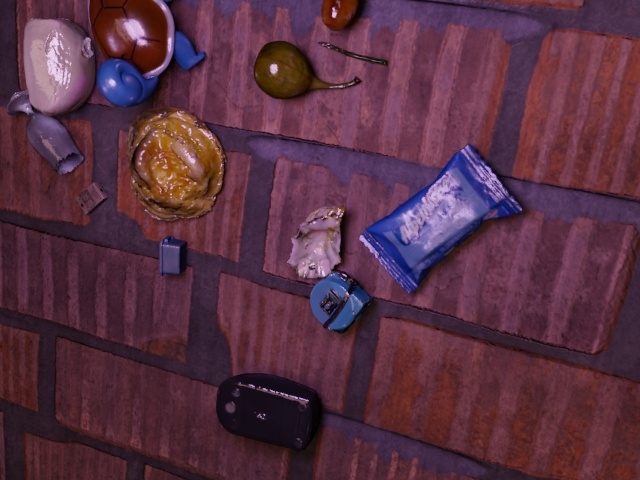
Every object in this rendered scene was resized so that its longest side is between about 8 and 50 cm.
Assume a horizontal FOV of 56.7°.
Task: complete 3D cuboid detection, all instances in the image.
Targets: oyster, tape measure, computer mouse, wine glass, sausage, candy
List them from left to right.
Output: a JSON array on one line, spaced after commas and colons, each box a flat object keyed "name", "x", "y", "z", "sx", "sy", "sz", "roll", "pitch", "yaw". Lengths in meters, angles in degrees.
[{"name": "wine glass", "x": -0.728, "y": -0.287, "z": 1.576, "sx": 0.103, "sy": 0.103, "sz": 0.222, "roll": -39, "pitch": 88, "yaw": 24}, {"name": "computer mouse", "x": -0.131, "y": 0.429, "z": 1.528, "sx": 0.269, "sy": 0.100, "sz": 0.170, "roll": 12, "pitch": 109, "yaw": 13}, {"name": "oyster", "x": -0.009, "y": 0.002, "z": 1.403, "sx": 0.133, "sy": 0.072, "sz": 0.209, "roll": 10, "pitch": 126, "yaw": 11}, {"name": "tape measure", "x": 0.042, "y": 0.143, "z": 1.406, "sx": 0.125, "sy": 0.081, "sz": 0.146, "roll": 43, "pitch": 116, "yaw": 17}, {"name": "sausage", "x": 0.049, "y": -0.588, "z": 1.217, "sx": 0.103, "sy": 0.076, "sz": 0.302, "roll": -6, "pitch": 102, "yaw": -18}, {"name": "candy", "x": 0.251, "y": -0.037, "z": 1.290, "sx": 0.331, "sy": 0.077, "sz": 0.187, "roll": -42, "pitch": 79, "yaw": 23}]

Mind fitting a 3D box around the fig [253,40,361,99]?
[{"name": "fig", "x": -0.030, "y": -0.365, "z": 1.312, "sx": 0.236, "sy": 0.124, "sz": 0.124, "roll": 10, "pitch": 108, "yaw": -6}]

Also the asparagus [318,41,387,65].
[{"name": "asparagus", "x": 0.070, "y": -0.408, "z": 1.297, "sx": 0.163, "sy": 0.016, "sz": 0.016, "roll": 22, "pitch": 136, "yaw": 14}]

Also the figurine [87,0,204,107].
[{"name": "figurine", "x": -0.437, "y": -0.479, "z": 1.381, "sx": 0.298, "sy": 0.243, "sz": 0.416, "roll": -19, "pitch": 75, "yaw": 32}]

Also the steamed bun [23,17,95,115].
[{"name": "steamed bun", "x": -0.637, "y": -0.432, "z": 1.478, "sx": 0.152, "sy": 0.170, "sz": 0.239, "roll": 0, "pitch": 103, "yaw": 0}]

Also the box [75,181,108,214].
[{"name": "box", "x": -0.624, "y": -0.116, "z": 1.619, "sx": 0.083, "sy": 0.024, "sz": 0.053, "roll": -35, "pitch": 89, "yaw": 22}]

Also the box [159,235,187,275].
[{"name": "box", "x": -0.382, "y": 0.041, "z": 1.544, "sx": 0.054, "sy": 0.074, "sz": 0.099, "roll": 7, "pitch": 106, "yaw": 8}]

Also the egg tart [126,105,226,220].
[{"name": "egg tart", "x": -0.376, "y": -0.182, "z": 1.462, "sx": 0.297, "sy": 0.132, "sz": 0.297, "roll": 5, "pitch": 108, "yaw": 14}]
